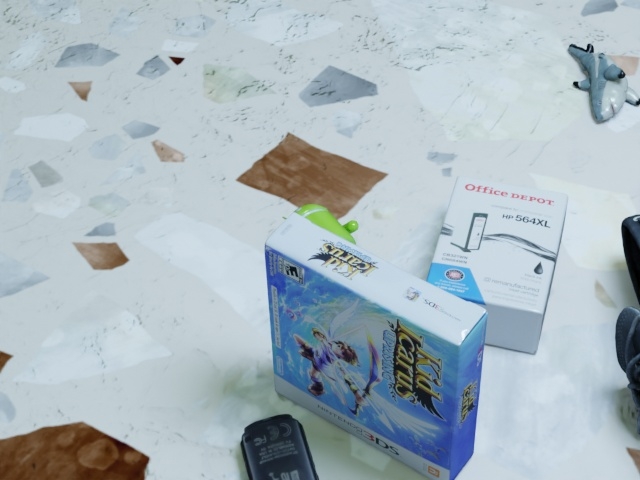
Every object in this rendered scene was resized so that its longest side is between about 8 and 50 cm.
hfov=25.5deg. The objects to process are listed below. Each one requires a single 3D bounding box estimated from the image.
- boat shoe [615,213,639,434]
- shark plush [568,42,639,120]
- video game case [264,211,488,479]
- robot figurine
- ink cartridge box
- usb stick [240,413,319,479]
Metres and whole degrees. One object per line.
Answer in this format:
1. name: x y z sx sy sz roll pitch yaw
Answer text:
1. boat shoe: 0.412 0.142 1.593 0.156 0.187 0.500 -2 45 10
2. shark plush: 0.388 -0.238 2.017 0.067 0.073 0.161 -35 55 10
3. video game case: 0.057 0.125 1.547 0.244 0.269 0.061 26 54 23
4. robot figurine: 0.000 0.000 1.797 0.101 0.067 0.115 -13 46 -34
5. ink cartridge box: 0.217 0.026 1.757 0.148 0.086 0.203 10 50 11
6. usb stick: -0.026 0.310 1.533 0.077 0.045 0.278 -16 49 -4
